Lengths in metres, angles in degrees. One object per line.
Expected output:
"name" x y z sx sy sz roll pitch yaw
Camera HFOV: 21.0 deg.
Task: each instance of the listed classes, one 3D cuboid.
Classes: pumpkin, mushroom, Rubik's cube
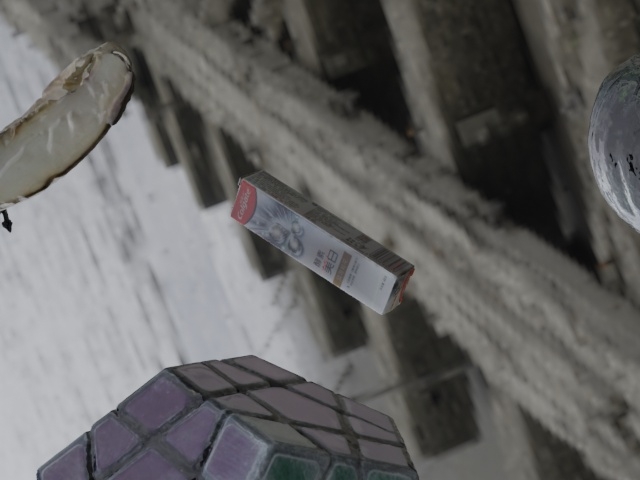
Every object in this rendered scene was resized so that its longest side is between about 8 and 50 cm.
"pumpkin" 0.446 -0.098 1.872 0.315 0.315 0.238 -156 54 -70
"mushroom" -0.239 -0.081 1.442 0.072 0.210 0.094 53 172 -13
"Rubik's cube" -0.061 0.237 1.240 0.264 0.319 0.319 -61 -35 -52

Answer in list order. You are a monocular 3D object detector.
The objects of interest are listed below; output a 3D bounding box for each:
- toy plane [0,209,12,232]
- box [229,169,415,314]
"toy plane" -0.336 -0.017 1.571 0.078 0.169 0.246 -56 46 22
"box" 0.000 0.000 1.882 0.218 0.039 0.055 32 122 22
